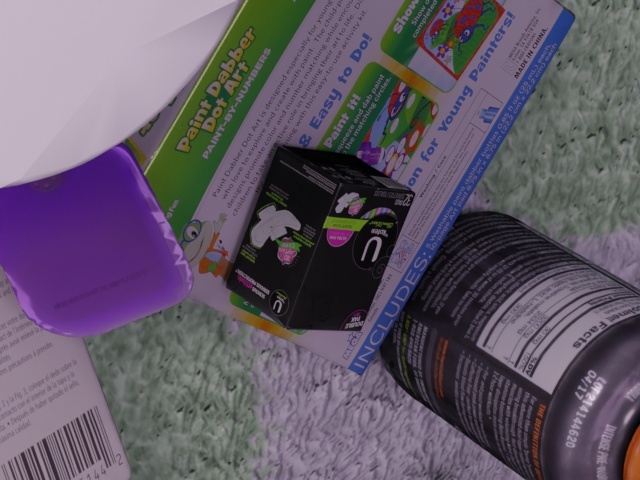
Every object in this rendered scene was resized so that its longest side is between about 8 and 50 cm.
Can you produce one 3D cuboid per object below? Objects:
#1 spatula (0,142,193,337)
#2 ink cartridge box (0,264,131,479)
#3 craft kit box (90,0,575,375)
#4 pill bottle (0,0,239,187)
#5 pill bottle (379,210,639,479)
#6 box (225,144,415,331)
[{"bbox_3d":[-0.153,-0.091,0.948,0.084,0.030,0.296,-23,98,1],"label":"spatula"},{"bbox_3d":[-0.226,0.051,0.916,0.296,0.066,0.261,-31,106,-58],"label":"ink cartridge box"},{"bbox_3d":[0.003,-0.070,1.082,0.247,0.061,0.250,28,93,-53],"label":"craft kit box"},{"bbox_3d":[-0.194,-0.164,0.702,0.229,0.408,0.229,-15,118,-29],"label":"pill bottle"},{"bbox_3d":[0.150,0.083,1.157,0.130,0.246,0.130,-15,119,-28],"label":"pill bottle"},{"bbox_3d":[0.000,0.000,1.043,0.062,0.052,0.083,6,112,-47],"label":"box"}]
